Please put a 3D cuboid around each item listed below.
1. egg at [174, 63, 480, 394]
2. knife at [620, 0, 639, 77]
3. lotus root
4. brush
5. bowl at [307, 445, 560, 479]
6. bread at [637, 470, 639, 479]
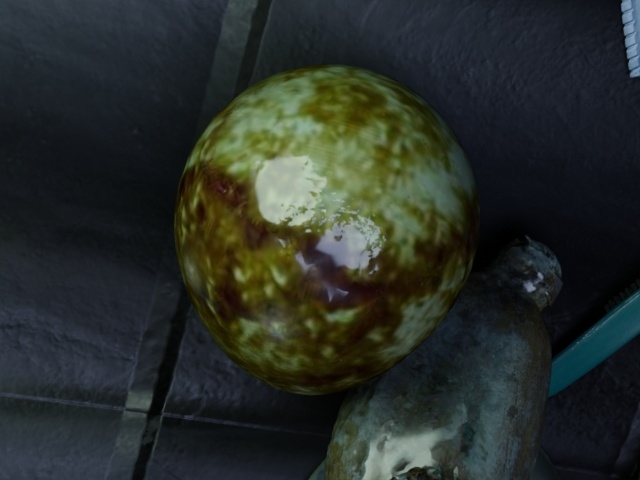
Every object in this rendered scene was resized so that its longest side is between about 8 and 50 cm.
[{"bbox_3d":[0.000,0.000,1.132,0.238,0.238,0.289,7,127,-16],"label":"egg"},{"bbox_3d":[0.291,-0.157,1.252,0.044,0.019,0.313,-15,114,-3],"label":"knife"},{"bbox_3d":[0.111,0.151,1.235,0.175,0.175,0.349,41,61,-25],"label":"lotus root"},{"bbox_3d":[0.268,0.085,1.350,0.193,0.032,0.043,-40,121,20],"label":"brush"},{"bbox_3d":[0.118,0.316,1.352,0.289,0.146,0.289,-5,114,-11],"label":"bowl"},{"bbox_3d":[0.357,0.313,1.416,0.152,0.130,0.267,19,107,-15],"label":"bread"}]
